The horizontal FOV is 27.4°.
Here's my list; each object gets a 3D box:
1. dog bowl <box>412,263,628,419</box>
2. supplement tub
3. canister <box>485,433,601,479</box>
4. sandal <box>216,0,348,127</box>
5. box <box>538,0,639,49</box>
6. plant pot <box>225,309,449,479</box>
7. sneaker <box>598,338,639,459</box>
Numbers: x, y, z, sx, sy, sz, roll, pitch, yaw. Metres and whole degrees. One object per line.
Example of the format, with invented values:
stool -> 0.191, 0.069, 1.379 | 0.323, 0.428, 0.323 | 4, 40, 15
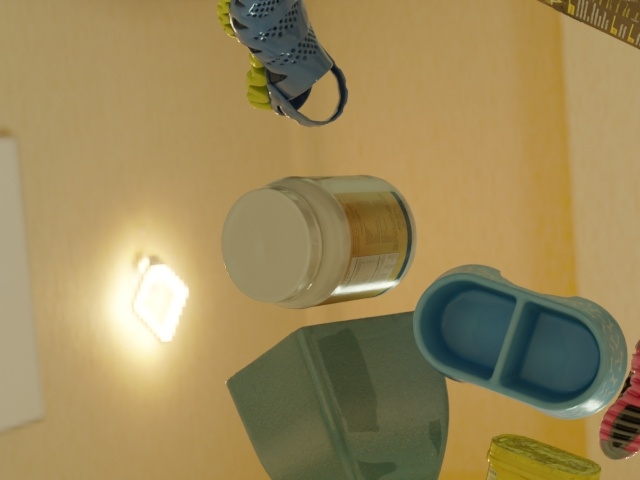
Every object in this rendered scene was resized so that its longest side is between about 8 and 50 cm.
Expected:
dog bowl -> 0.257, 0.133, 1.751 | 0.297, 0.166, 0.074 | 19, -177, 21
supplement tub -> 0.000, 0.000, 1.459 | 0.144, 0.144, 0.199 | -2, -178, 37
canister -> 0.234, 0.317, 1.468 | 0.126, 0.170, 0.073 | 17, -168, 32
sandal -> -0.037, -0.252, 1.699 | 0.138, 0.126, 0.317 | 37, 167, 25
box -> 0.350, -0.297, 1.460 | 0.257, 0.079, 0.322 | 30, 179, 11
plant pot -> 0.047, 0.271, 1.948 | 0.247, 0.252, 0.247 | -6, 159, -35
sneaker -> 0.284, 0.141, 1.172 | 0.047, 0.119, 0.057 | 26, 174, 13
